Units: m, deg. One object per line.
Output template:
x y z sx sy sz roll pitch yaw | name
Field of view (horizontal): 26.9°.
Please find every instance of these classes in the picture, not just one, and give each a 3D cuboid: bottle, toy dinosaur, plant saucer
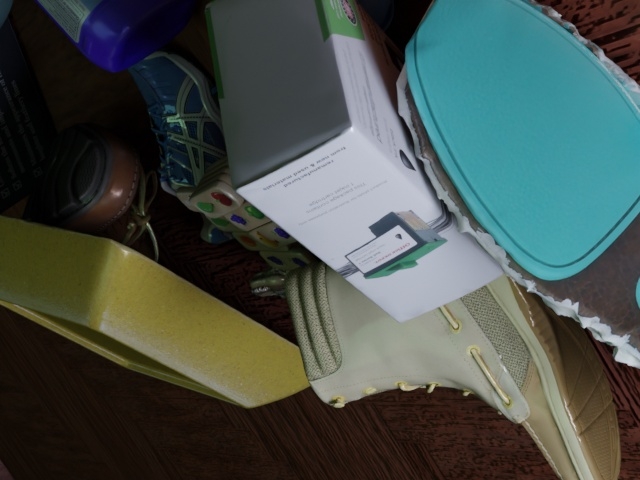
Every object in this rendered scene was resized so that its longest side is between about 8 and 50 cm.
-0.236 -0.282 1.190 0.283 0.118 0.092 48 153 9 | bottle
0.000 0.000 1.228 0.118 0.064 0.268 46 154 -21 | toy dinosaur
-0.208 0.083 1.436 0.332 0.081 0.333 11 163 46 | plant saucer

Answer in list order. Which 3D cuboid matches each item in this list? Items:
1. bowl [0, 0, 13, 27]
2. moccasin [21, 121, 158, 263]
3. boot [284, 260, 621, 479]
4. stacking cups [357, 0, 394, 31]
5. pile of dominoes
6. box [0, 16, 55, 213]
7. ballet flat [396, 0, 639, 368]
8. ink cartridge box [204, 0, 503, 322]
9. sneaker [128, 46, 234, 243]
-0.419 -0.289 1.323 0.311 0.163 0.312 14 115 31 | bowl
-0.245 -0.032 1.485 0.147 0.139 0.380 18 161 -14 | moccasin
0.102 0.105 1.058 0.203 0.095 0.262 -25 99 29 | boot
0.013 -0.184 0.939 0.096 0.096 0.316 45 153 14 | stacking cups
0.001 0.019 1.148 0.251 0.040 0.196 37 154 -18 | pile of dominoes
-0.545 -0.126 1.554 0.212 0.395 0.294 27 144 39 | box
0.198 0.009 0.863 0.409 0.147 0.147 48 153 8 | ballet flat
0.026 -0.064 0.909 0.219 0.092 0.160 38 -148 -49 | ink cartridge box
-0.124 -0.093 1.283 0.211 0.081 0.080 55 155 -3 | sneaker
